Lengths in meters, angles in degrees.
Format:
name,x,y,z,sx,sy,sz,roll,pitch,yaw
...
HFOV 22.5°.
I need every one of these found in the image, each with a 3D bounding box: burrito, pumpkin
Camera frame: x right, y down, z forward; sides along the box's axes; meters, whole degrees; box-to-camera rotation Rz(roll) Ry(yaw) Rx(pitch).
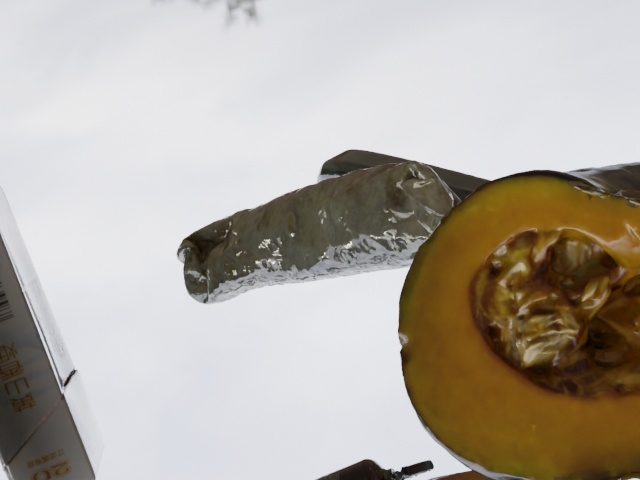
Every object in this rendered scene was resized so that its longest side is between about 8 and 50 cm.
name,x,y,z,sx,sy,sz,roll,pitch,yaw
burrito,0.000,0.000,1.152,0.275,0.082,0.059,-16,-157,44
pumpkin,0.226,0.068,0.945,0.324,0.242,0.232,2,176,18

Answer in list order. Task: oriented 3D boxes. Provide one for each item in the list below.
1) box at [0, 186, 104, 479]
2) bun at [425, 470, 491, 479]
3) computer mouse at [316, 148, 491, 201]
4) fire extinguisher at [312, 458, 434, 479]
name,x,y,z,sx,sy,sz,roll,pitch,yaw
box,-0.236,0.077,1.230,0.067,0.233,0.149,-21,-175,-2
bun,0.133,0.314,1.172,0.298,0.165,0.299,6,-131,-7
computer mouse,0.144,0.004,1.505,0.330,0.197,0.095,16,-108,29
fire extinguisher,0.027,0.314,1.957,0.231,0.071,0.099,-24,169,8
